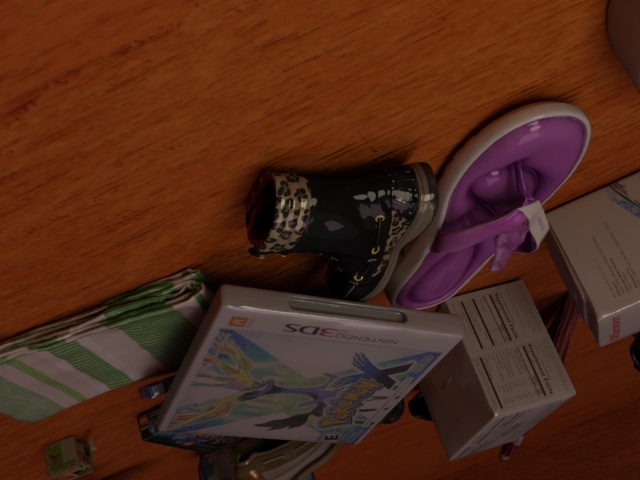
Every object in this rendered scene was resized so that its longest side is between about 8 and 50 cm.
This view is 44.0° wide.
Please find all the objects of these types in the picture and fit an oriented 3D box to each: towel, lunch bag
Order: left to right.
[{"bbox_3d":[-0.262,0.144,0.976,0.325,0.038,0.248,-21,155,1],"label":"towel"},{"bbox_3d":[-0.122,0.475,1.567,0.219,0.176,0.090,-10,153,-19],"label":"lunch bag"},{"bbox_3d":[0.418,0.271,1.510,0.037,0.237,0.329,21,150,12],"label":"towel"}]

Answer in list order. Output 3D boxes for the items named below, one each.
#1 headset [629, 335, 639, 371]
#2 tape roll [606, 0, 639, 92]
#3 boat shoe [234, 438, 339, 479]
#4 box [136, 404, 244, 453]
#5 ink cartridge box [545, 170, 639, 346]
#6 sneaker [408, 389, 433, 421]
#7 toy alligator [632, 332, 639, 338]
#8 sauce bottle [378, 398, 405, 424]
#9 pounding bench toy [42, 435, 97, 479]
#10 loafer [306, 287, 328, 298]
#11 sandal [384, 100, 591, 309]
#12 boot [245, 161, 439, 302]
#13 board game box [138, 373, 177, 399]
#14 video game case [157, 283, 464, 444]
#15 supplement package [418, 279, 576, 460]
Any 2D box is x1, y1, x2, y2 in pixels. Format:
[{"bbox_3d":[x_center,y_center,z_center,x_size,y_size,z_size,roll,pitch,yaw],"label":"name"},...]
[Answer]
[{"bbox_3d":[0.764,0.202,1.603,0.243,0.185,0.394,-52,164,6],"label":"headset"},{"bbox_3d":[0.441,-0.250,0.681,0.392,0.072,0.392,-17,154,-9],"label":"tape roll"},{"bbox_3d":[-0.053,0.372,1.449,0.113,0.103,0.302,-19,-171,28],"label":"boat shoe"},{"bbox_3d":[-0.177,0.299,1.333,0.159,0.044,0.233,-25,154,10],"label":"box"},{"bbox_3d":[0.450,0.013,1.087,0.233,0.168,0.171,-25,154,9],"label":"ink cartridge box"},{"bbox_3d":[0.297,0.292,1.596,0.121,0.108,0.302,4,143,-37],"label":"sneaker"},{"bbox_3d":[0.665,0.145,1.649,0.056,0.051,0.189,-42,152,-19],"label":"toy alligator"},{"bbox_3d":[0.060,0.268,1.373,0.111,0.111,0.344,-27,154,13],"label":"sauce bottle"},{"bbox_3d":[-0.384,0.343,1.258,0.083,0.052,0.065,-21,155,0],"label":"pounding bench toy"},{"bbox_3d":[0.005,0.145,1.110,0.092,0.102,0.268,-14,154,-33],"label":"loafer"},{"bbox_3d":[0.204,-0.007,0.945,0.169,0.102,0.416,-10,152,-21],"label":"sandal"},{"bbox_3d":[0.000,-0.002,0.838,0.179,0.085,0.236,-2,149,-25],"label":"boot"},{"bbox_3d":[-0.201,0.196,1.099,0.090,0.020,0.090,-18,174,-24],"label":"board game box"},{"bbox_3d":[-0.026,0.173,1.006,0.300,0.036,0.329,9,141,-20],"label":"video game case"},{"bbox_3d":[0.274,0.222,1.328,0.145,0.204,0.262,-12,153,-15],"label":"supplement package"}]
